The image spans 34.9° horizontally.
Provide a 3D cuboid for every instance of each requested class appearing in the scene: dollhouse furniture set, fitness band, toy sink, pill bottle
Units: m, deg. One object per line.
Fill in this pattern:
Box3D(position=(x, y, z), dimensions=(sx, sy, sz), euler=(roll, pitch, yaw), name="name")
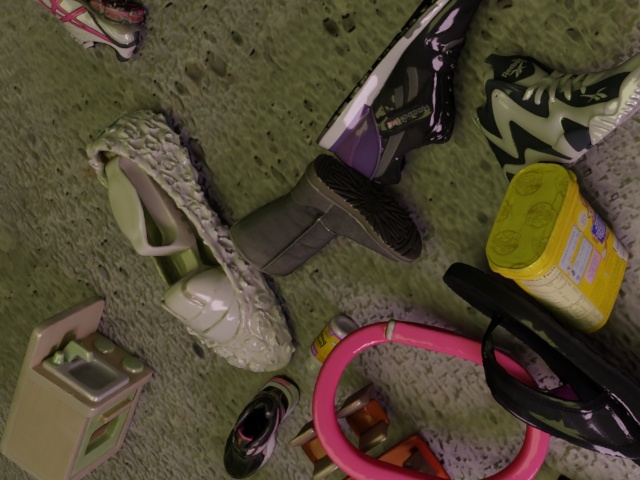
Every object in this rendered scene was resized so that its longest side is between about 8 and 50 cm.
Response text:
Box3D(position=(0.049, 0.357, 1.363), dimensions=(0.259, 0.135, 0.262), euler=(-35, 89, 14), name="dollhouse furniture set")
Box3D(position=(0.134, 0.212, 1.242), dimensions=(0.291, 0.054, 0.209), euler=(15, 90, 4), name="fitness band")
Box3D(position=(-0.349, 0.225, 1.493), dimensions=(0.131, 0.153, 0.234), euler=(30, 116, 15), name="toy sink")
Box3D(position=(0.013, 0.140, 1.347), dimensions=(0.043, 0.043, 0.083), euler=(42, 119, 9), name="pill bottle")

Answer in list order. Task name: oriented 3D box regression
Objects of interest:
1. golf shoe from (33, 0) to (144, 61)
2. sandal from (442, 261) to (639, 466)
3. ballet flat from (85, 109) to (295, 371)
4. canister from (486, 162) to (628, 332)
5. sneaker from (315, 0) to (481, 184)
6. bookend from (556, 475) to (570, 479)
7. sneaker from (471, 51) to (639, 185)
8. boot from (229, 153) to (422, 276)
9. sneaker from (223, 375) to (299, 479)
Box3D(position=(-0.326, -0.301, 1.363), dimensions=(0.186, 0.067, 0.086), euler=(25, 117, 17), name="golf shoe")
Box3D(position=(0.296, 0.196, 1.129), dimensions=(0.446, 0.167, 0.107), euler=(42, 84, 3), name="sandal")
Box3D(position=(-0.189, 0.019, 1.361), dimensions=(0.147, 0.147, 0.409), euler=(-30, 92, 30), name="ballet flat")
Box3D(position=(0.260, 0.013, 1.095), dimensions=(0.073, 0.170, 0.126), euler=(8, 67, 44), name="canister")
Box3D(position=(0.123, -0.183, 1.174), dimensions=(0.124, 0.107, 0.283), euler=(37, 125, -5), name="sneaker")
Box3D(position=(0.334, 0.400, 1.254), dimensions=(0.157, 0.072, 0.156), euler=(23, 116, 18), name="bookend")
Box3D(position=(0.247, -0.161, 1.090), dimensions=(0.153, 0.094, 0.235), euler=(50, 147, 6), name="sneaker")
Box3D(position=(0.002, -0.001, 1.275), dimensions=(0.189, 0.076, 0.208), euler=(42, 133, -5), name="boot")
Box3D(position=(-0.100, 0.269, 1.425), dimensions=(0.072, 0.077, 0.178), euler=(32, 118, 16), name="sneaker")
